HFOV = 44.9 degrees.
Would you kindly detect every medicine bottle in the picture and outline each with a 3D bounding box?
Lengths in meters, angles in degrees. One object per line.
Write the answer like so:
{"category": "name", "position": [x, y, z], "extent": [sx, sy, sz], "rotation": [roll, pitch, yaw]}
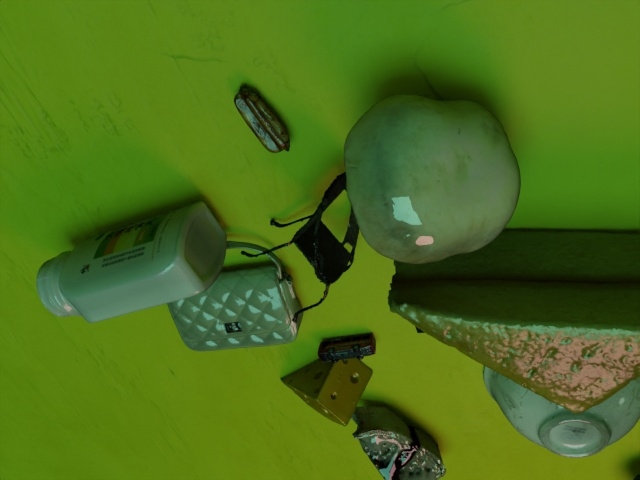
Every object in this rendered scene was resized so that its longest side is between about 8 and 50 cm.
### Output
{"category": "medicine bottle", "position": [-0.328, 0.046, 1.323], "extent": [0.324, 0.179, 0.124], "rotation": [-16, 126, 26]}

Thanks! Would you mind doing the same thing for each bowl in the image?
{"category": "bowl", "position": [0.453, 0.300, 1.398], "extent": [0.314, 0.146, 0.313], "rotation": [6, 133, 7]}

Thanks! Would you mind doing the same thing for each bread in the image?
{"category": "bread", "position": [0.304, 0.061, 1.162], "extent": [0.362, 0.233, 0.245], "rotation": [25, 131, -9]}

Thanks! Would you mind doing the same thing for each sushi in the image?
{"category": "sushi", "position": [0.163, 0.415, 1.596], "extent": [0.109, 0.134, 0.272], "rotation": [-29, 105, 17]}

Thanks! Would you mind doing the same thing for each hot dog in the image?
{"category": "hot dog", "position": [-0.086, -0.182, 1.169], "extent": [0.049, 0.037, 0.122], "rotation": [-14, 122, 37]}

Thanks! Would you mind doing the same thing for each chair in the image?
{"category": "chair", "position": [0.000, 0.000, 1.222], "extent": [0.149, 0.174, 0.213], "rotation": [47, 130, -5]}

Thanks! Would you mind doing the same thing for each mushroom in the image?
{"category": "mushroom", "position": [0.137, -0.088, 1.089], "extent": [0.260, 0.254, 0.234], "rotation": [46, 162, -21]}

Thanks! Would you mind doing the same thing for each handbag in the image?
{"category": "handbag", "position": [-0.168, 0.099, 1.407], "extent": [0.256, 0.079, 0.219], "rotation": [-9, 125, 18]}

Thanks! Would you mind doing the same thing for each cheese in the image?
{"category": "cheese", "position": [-0.003, 0.295, 1.549], "extent": [0.093, 0.126, 0.171], "rotation": [42, 147, -21]}

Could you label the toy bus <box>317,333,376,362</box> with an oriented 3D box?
{"category": "toy bus", "position": [0.050, 0.203, 1.470], "extent": [0.110, 0.043, 0.031], "rotation": [-10, 131, 18]}

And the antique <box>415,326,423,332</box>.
{"category": "antique", "position": [0.265, 0.144, 1.388], "extent": [0.192, 0.015, 0.031], "rotation": [-8, 129, 19]}

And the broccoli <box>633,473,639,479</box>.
{"category": "broccoli", "position": [0.720, 0.532, 1.462], "extent": [0.298, 0.297, 0.297], "rotation": [7, 104, 30]}
